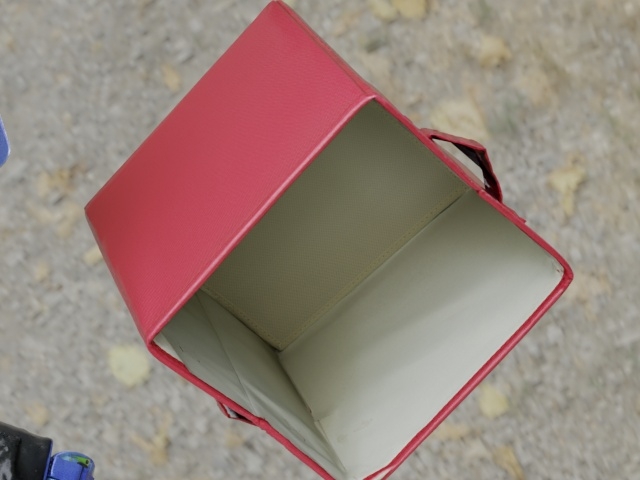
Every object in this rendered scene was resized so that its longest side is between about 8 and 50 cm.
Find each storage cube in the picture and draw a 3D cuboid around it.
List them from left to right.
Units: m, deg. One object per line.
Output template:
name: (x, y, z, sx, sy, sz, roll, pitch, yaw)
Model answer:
storage cube: (0.000, 0.000, 1.082, 0.215, 0.184, 0.193, -48, 29, 6)

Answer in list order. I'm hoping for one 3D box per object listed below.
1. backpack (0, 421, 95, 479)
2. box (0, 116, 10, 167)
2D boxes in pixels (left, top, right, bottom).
backpack: (-0.206, 0.193, 0.982, 0.117, 0.158, 0.173, 19, 62, -15)
box: (-0.281, -0.048, 1.093, 0.225, 0.036, 0.136, -37, 61, 31)
